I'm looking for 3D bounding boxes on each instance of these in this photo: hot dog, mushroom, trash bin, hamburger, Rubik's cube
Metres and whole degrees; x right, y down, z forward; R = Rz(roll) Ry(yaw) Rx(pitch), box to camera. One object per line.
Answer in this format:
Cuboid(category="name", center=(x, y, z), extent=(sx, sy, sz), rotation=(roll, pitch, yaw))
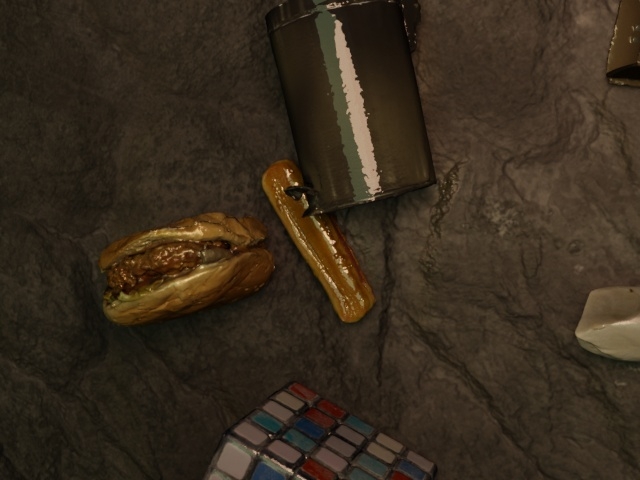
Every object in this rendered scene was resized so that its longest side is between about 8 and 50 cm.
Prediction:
Cuboid(category="hot dog", center=(-0.003, 0.001, 1.366), extent=(0.088, 0.061, 0.285), rotation=(-26, 88, 21))
Cuboid(category="mushroom", center=(0.501, 0.137, 1.188), extent=(0.270, 0.103, 0.118), rotation=(17, 74, 22))
Cuboid(category="trash bin", center=(0.050, -0.202, 1.261), extent=(0.252, 0.203, 0.301), rotation=(-12, 91, -15))
Cuboid(category="hamburger", center=(-0.207, 0.047, 1.319), extent=(0.260, 0.283, 0.144), rotation=(-14, 82, 22))
Cuboid(category="Rubik's cube", center=(-0.027, 0.428, 1.291), extent=(0.287, 0.292, 0.293), rotation=(28, 104, 13))

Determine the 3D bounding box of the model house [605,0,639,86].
Cuboid(category="model house", center=(0.536, -0.294, 1.113), extent=(0.244, 0.204, 0.211), rotation=(10, 98, 0))
